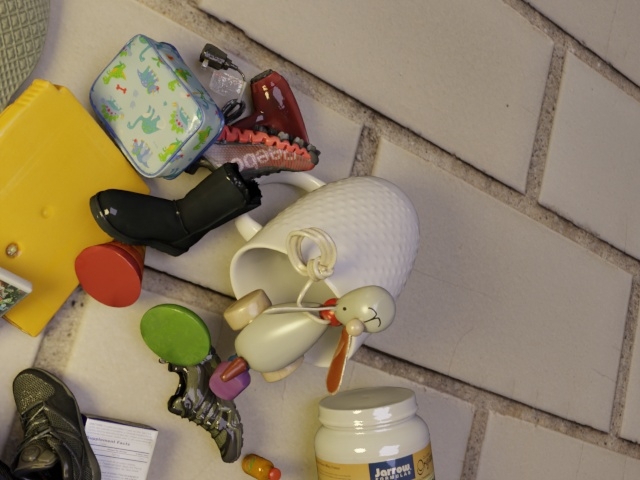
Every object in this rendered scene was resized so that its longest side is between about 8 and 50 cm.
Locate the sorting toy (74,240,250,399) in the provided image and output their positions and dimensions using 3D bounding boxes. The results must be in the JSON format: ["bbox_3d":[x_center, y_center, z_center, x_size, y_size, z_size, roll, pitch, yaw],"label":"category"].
[{"bbox_3d":[-0.247,0.116,1.222,0.365,0.127,0.126,45,34,-14],"label":"sorting toy"}]

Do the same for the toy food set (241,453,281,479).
[{"bbox_3d":[-0.145,0.516,1.282,0.111,0.104,0.232,49,64,-19],"label":"toy food set"}]

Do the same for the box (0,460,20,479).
[{"bbox_3d":[-0.579,0.403,0.962,0.293,0.212,0.395,-48,111,-25],"label":"box"}]

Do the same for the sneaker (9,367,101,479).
[{"bbox_3d":[-0.425,0.290,1.079,0.087,0.130,0.227,-30,71,-1],"label":"sneaker"}]

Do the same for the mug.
[{"bbox_3d":[0.000,0.000,1.344,0.374,0.276,0.328,39,51,9],"label":"mug"}]

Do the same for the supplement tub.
[{"bbox_3d":[0.109,0.462,1.372,0.228,0.228,0.316,-7,90,-32],"label":"supplement tub"}]

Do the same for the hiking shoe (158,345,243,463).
[{"bbox_3d":[-0.218,0.304,1.277,0.114,0.086,0.227,-18,86,-25],"label":"hiking shoe"}]

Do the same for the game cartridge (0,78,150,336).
[{"bbox_3d":[-0.444,-0.050,1.107,0.324,0.052,0.285,-58,144,-23],"label":"game cartridge"}]

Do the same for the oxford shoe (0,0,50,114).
[{"bbox_3d":[-0.549,-0.259,1.084,0.169,0.130,0.449,54,50,-66],"label":"oxford shoe"}]

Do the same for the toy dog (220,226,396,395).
[{"bbox_3d":[-0.049,0.154,1.120,0.220,0.334,0.161,42,46,1],"label":"toy dog"}]

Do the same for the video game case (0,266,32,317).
[{"bbox_3d":[-0.544,0.076,0.997,0.173,0.022,0.190,-37,136,12],"label":"video game case"}]

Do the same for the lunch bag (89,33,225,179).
[{"bbox_3d":[-0.281,-0.222,1.195,0.219,0.176,0.090,51,19,14],"label":"lunch bag"}]

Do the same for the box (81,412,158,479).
[{"bbox_3d":[-0.358,0.371,1.182,0.126,0.072,0.137,20,76,-28],"label":"box"}]

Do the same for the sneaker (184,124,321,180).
[{"bbox_3d":[-0.136,-0.151,1.307,0.276,0.097,0.135,9,99,-22],"label":"sneaker"}]

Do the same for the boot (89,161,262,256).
[{"bbox_3d":[-0.232,-0.070,1.179,0.246,0.207,0.094,29,32,-59],"label":"boot"}]

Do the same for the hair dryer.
[{"bbox_3d":[-0.141,-0.233,1.383,0.293,0.080,0.223,18,95,-25],"label":"hair dryer"}]
